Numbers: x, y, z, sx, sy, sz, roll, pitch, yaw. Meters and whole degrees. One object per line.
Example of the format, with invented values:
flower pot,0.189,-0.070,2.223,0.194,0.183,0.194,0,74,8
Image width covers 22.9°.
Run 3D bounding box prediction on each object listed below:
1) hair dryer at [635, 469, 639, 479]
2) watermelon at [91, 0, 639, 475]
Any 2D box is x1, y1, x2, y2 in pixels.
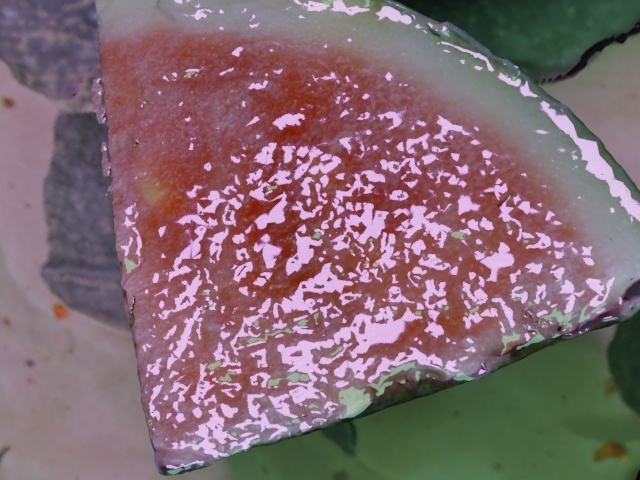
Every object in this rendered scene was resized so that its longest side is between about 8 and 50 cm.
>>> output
hair dryer,0.029,0.232,0.791,0.359,0.120,0.304,13,80,14
watermelon,0.000,0.000,0.742,0.310,0.193,0.232,24,89,6
